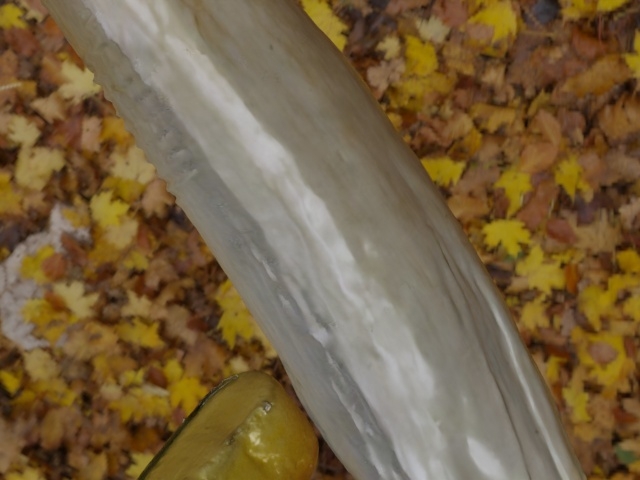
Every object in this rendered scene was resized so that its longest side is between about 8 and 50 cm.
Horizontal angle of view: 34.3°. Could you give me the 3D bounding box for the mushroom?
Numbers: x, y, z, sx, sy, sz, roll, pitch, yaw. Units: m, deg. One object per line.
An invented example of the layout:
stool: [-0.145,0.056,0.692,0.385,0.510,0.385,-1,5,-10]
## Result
mushroom: [0.000,0.000,0.398,0.095,0.123,0.351,-34,94,11]

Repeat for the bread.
bread: [-0.099,0.210,0.783,0.102,0.245,0.094,1,132,48]
